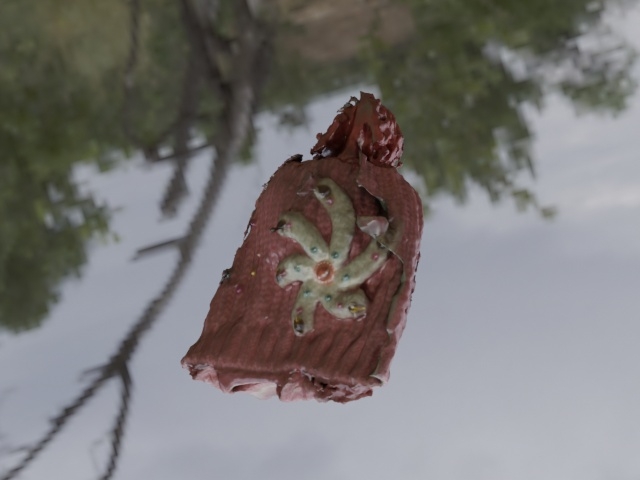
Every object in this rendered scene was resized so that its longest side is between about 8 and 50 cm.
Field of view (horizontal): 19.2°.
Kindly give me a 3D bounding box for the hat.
[{"bbox_3d":[0.000,0.000,1.605,0.236,0.286,0.107,2,155,41],"label":"hat"}]
